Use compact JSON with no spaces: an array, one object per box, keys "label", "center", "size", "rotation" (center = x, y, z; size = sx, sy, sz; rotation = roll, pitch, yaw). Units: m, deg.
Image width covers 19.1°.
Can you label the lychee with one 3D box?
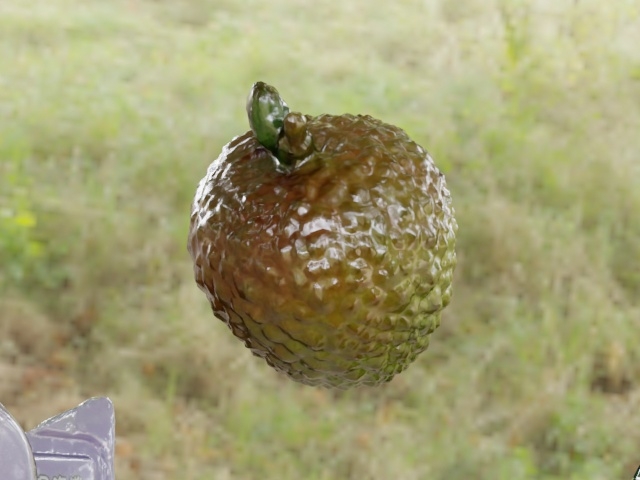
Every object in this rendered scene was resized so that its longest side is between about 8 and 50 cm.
[{"label":"lychee","center":[0.000,0.000,0.788],"size":[0.114,0.146,0.114],"rotation":[-11,37,8]}]

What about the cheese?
[{"label":"cheese","center":[-0.159,0.117,0.908],"size":[0.042,0.105,0.191],"rotation":[-10,-14,33]}]

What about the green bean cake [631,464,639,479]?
[{"label":"green bean cake","center":[0.149,0.199,0.581],"size":[0.169,0.307,0.300],"rotation":[8,-2,-26]}]
